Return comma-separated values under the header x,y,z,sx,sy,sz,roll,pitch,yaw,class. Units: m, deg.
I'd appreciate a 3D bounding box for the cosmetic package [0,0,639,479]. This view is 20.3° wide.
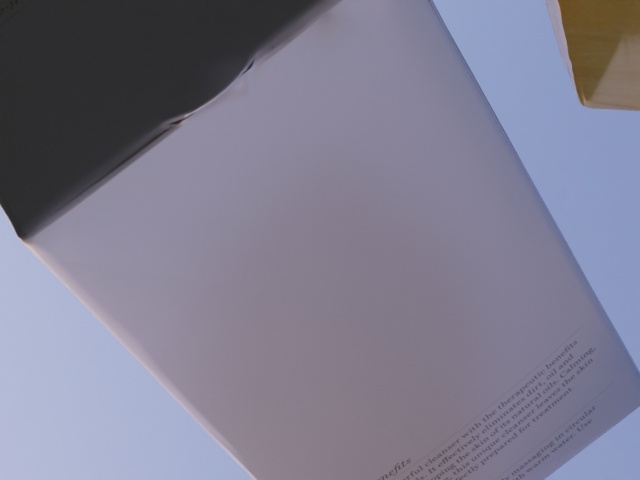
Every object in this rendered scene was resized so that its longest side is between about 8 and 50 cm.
x,y,z,sx,sy,sz,roll,pitch,yaw,class
0.000,0.000,0.865,0.197,0.365,0.155,-36,-134,-1,cosmetic package

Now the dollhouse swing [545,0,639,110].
x,y,z,sx,sy,sz,roll,pitch,yaw,class
0.229,-0.300,1.049,0.347,0.315,0.305,-97,-169,-46,dollhouse swing
